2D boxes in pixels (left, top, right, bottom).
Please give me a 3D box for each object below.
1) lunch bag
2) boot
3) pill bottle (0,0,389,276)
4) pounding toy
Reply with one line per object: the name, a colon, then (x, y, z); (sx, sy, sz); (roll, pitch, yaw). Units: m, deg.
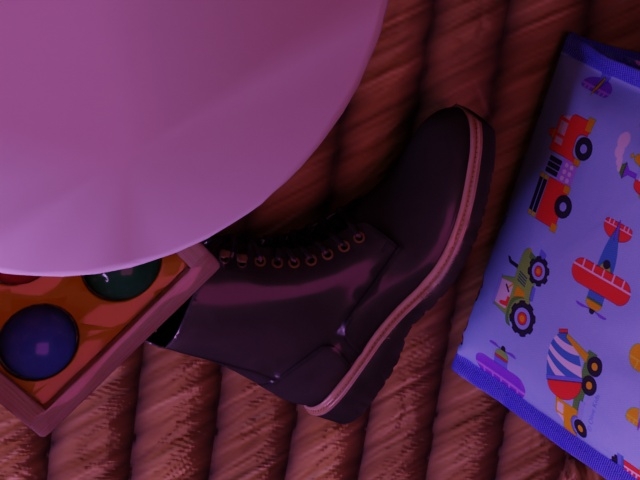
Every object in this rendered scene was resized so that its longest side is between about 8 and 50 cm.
lunch bag: (0.224, 0.040, 0.907); (0.138, 0.293, 0.221); (8, 109, -28)
boot: (0.000, 0.000, 0.917); (0.137, 0.077, 0.198); (21, 101, -26)
pill bottle: (-0.137, -0.146, 0.580); (0.229, 0.407, 0.229); (-10, 117, -21)
pounding toy: (-0.188, 0.017, 0.817); (0.206, 0.094, 0.181); (-44, 124, -2)
